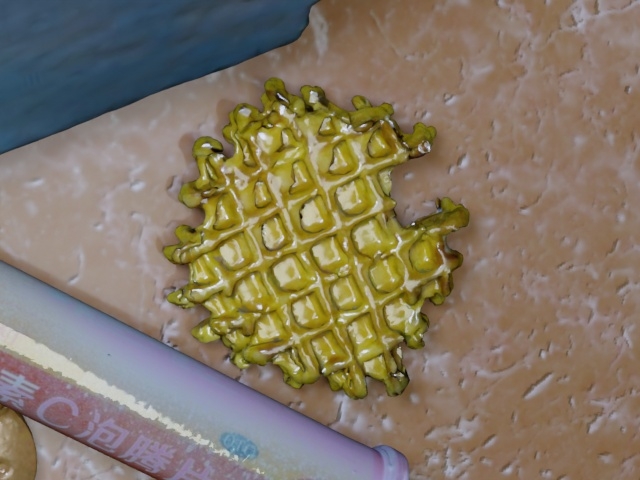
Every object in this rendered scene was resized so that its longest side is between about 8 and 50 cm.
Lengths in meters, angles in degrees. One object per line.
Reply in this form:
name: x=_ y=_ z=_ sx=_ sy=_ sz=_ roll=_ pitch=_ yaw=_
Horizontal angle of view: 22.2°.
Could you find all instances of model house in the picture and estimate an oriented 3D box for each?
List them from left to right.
model house: x=-0.181 y=-0.280 z=1.039 sx=0.360 sy=0.297 sz=0.339 roll=-23 pitch=73 yaw=-12

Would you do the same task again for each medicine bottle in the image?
medicine bottle: x=-0.141 y=0.112 z=1.174 sx=0.426 sy=0.108 sz=0.108 roll=28 pitch=89 yaw=-17

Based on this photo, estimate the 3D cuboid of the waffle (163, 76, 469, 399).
waffle: x=0.000 y=0.000 z=1.227 sx=0.232 sy=0.051 sz=0.228 roll=18 pitch=95 yaw=-18

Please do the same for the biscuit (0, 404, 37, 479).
biscuit: x=-0.277 y=0.191 z=1.180 sx=0.184 sy=0.027 sz=0.133 roll=-42 pitch=106 yaw=-8
